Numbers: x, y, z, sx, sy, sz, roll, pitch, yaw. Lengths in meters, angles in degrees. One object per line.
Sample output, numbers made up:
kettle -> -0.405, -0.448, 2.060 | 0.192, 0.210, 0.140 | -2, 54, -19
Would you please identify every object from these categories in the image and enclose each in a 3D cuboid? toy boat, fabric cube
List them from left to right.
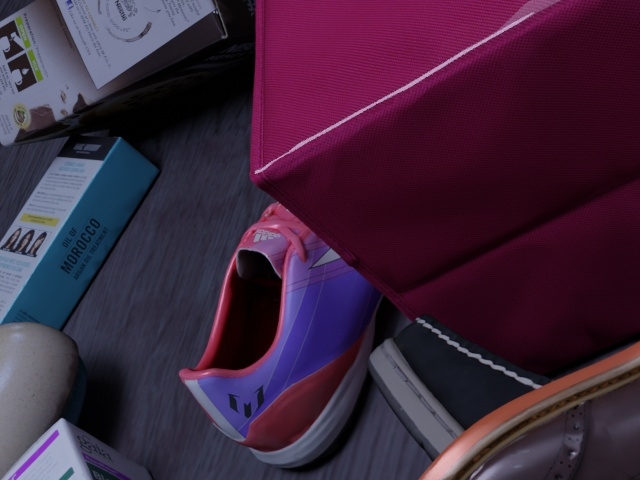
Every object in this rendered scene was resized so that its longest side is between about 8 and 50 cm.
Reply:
toy boat -> -0.313, 0.221, 0.941 | 0.267, 0.148, 0.318 | -18, 39, 34
fabric cube -> 0.134, -0.109, 0.683 | 0.258, 0.259, 0.254 | -28, 42, 25

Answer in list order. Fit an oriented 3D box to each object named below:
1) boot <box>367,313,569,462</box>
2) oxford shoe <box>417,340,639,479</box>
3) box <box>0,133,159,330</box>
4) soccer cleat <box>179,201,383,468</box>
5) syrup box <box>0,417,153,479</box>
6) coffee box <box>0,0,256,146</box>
boot -> 0.219, 0.064, 0.538 | 0.284, 0.138, 0.377 | -51, 40, -4
oxford shoe -> 0.117, 0.102, 0.437 | 0.271, 0.097, 0.098 | -43, 54, 8
box -> -0.265, 0.010, 1.136 | 0.100, 0.060, 0.244 | 9, 63, 49
soccer cleat -> 0.000, 0.000, 0.834 | 0.109, 0.116, 0.318 | -5, 54, 43
syrup box -> -0.148, 0.234, 0.785 | 0.096, 0.093, 0.237 | -46, 36, 3
coffee box -> -0.177, -0.201, 1.134 | 0.297, 0.118, 0.168 | -20, 1, 32
